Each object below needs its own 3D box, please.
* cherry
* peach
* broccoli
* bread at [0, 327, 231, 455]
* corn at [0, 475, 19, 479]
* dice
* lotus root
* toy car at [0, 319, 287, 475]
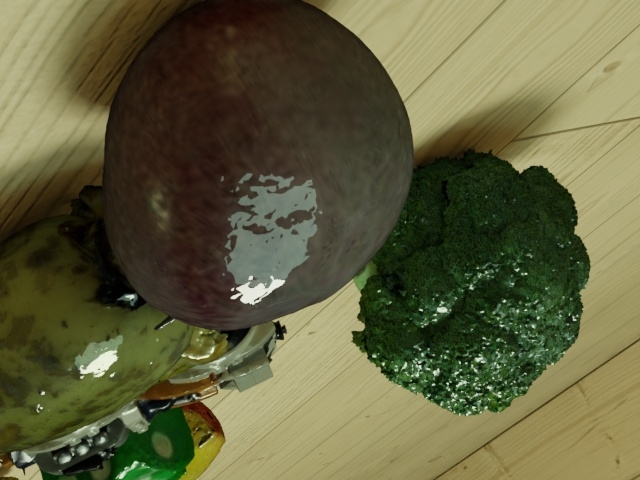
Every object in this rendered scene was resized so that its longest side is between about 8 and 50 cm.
[{"bbox_3d":[-0.043,-0.048,0.978,0.213,0.183,0.266,-39,152,-26],"label":"cherry"},{"bbox_3d":[-0.188,0.249,1.822,0.127,0.092,0.172,-17,150,-46],"label":"peach"},{"bbox_3d":[0.130,0.034,1.485,0.270,0.270,0.270,-16,-169,-34],"label":"broccoli"},{"bbox_3d":[-0.214,0.113,1.320,0.269,0.098,0.087,-24,139,-7],"label":"bread"},{"bbox_3d":[-0.437,0.329,1.687,0.231,0.080,0.080,-18,161,-27],"label":"corn"},{"bbox_3d":[-0.225,0.225,1.637,0.128,0.120,0.131,-35,160,29],"label":"dice"},{"bbox_3d":[-0.220,0.080,1.161,0.173,0.173,0.309,-9,162,-48],"label":"lotus root"},{"bbox_3d":[-0.177,0.139,1.465,0.301,0.118,0.193,-29,171,-8],"label":"toy car"}]
